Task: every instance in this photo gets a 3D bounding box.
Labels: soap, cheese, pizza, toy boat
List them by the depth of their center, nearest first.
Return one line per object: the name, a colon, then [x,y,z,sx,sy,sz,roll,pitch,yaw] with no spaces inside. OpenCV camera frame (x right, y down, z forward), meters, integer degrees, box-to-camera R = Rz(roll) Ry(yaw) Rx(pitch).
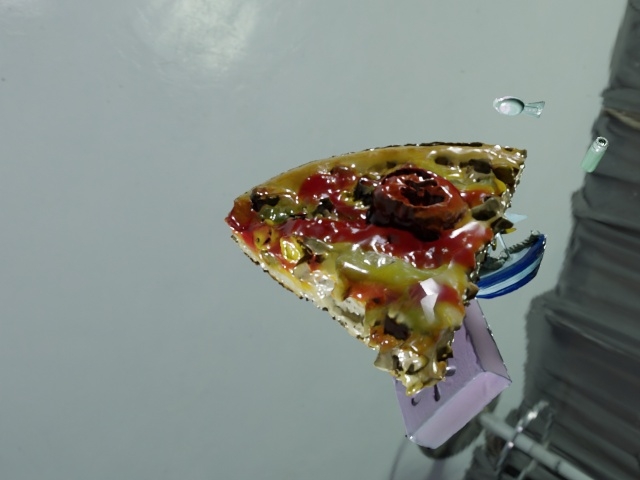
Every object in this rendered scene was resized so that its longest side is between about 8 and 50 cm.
pizza: [0.105,0.007,1.036,0.440,0.406,0.130,-13,132,-3]
toy boat: [0.312,-0.017,1.558,0.221,0.067,0.291,-29,118,2]
soap: [0.298,0.305,1.955,0.107,0.296,0.285,23,120,-25]
cheese: [0.485,-0.328,1.992,0.067,0.121,0.026,95,6,-56]

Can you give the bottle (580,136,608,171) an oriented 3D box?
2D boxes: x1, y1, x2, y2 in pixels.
bottle: [0.527,-0.165,1.556,0.030,0.030,0.083,-39,160,-21]
